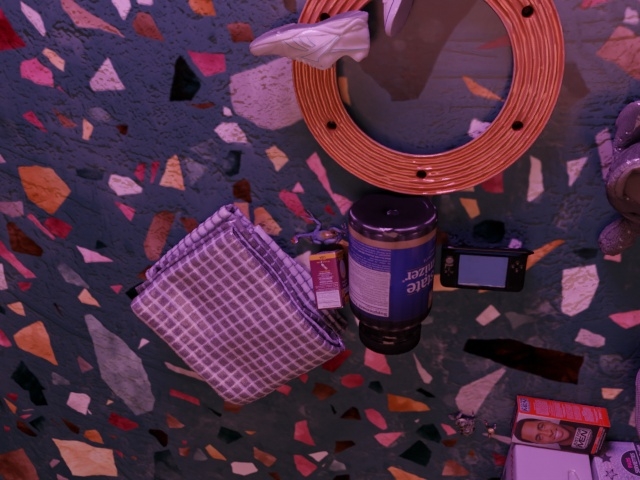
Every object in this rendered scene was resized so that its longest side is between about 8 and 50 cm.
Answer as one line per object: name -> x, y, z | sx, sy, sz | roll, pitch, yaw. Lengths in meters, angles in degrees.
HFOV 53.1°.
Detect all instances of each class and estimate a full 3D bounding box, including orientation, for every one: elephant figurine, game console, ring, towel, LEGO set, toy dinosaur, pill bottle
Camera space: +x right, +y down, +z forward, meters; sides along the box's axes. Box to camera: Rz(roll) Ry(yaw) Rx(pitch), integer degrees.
elephant figurine -> 0.408, -0.084, 0.759 | 0.239, 0.169, 0.186 | -19, 86, 39
game console -> 0.232, 0.041, 0.909 | 0.122, 0.071, 0.107 | 4, 121, 11
ring -> 0.129, -0.213, 0.807 | 0.336, 0.032, 0.337 | 6, 120, 10
towel -> -0.129, 0.112, 1.005 | 0.235, 0.121, 0.284 | -33, 108, 26
LEGO set -> 0.259, 0.319, 1.095 | 0.083, 0.023, 0.054 | 4, 121, 11
toy dinosaur -> 0.000, 0.000, 0.959 | 0.082, 0.047, 0.090 | -15, 128, 41
pill bottle -> 0.101, 0.050, 0.915 | 0.122, 0.123, 0.219 | 4, 121, 11

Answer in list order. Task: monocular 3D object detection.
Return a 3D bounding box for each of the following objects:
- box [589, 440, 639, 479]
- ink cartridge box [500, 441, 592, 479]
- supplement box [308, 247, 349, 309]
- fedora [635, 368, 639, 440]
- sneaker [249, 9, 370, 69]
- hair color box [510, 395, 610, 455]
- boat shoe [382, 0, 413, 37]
box -> 0.501, 0.455, 0.989 | 0.142, 0.247, 0.163 | -2, 119, 13
ink cartridge box -> 0.358, 0.495, 1.069 | 0.121, 0.211, 0.289 | 9, 121, 10
supplement box -> 0.015, 0.057, 0.962 | 0.043, 0.055, 0.083 | -7, 95, 17
fedora -> 0.530, 0.245, 0.904 | 0.124, 0.244, 0.275 | -5, 128, 50
sneaker -> -0.013, -0.234, 0.778 | 0.152, 0.054, 0.061 | -4, 121, 15
hair color box -> 0.387, 0.301, 1.044 | 0.141, 0.043, 0.072 | 6, 122, 10
boat shoe -> 0.086, -0.287, 0.739 | 0.035, 0.035, 0.100 | 32, 130, 26
